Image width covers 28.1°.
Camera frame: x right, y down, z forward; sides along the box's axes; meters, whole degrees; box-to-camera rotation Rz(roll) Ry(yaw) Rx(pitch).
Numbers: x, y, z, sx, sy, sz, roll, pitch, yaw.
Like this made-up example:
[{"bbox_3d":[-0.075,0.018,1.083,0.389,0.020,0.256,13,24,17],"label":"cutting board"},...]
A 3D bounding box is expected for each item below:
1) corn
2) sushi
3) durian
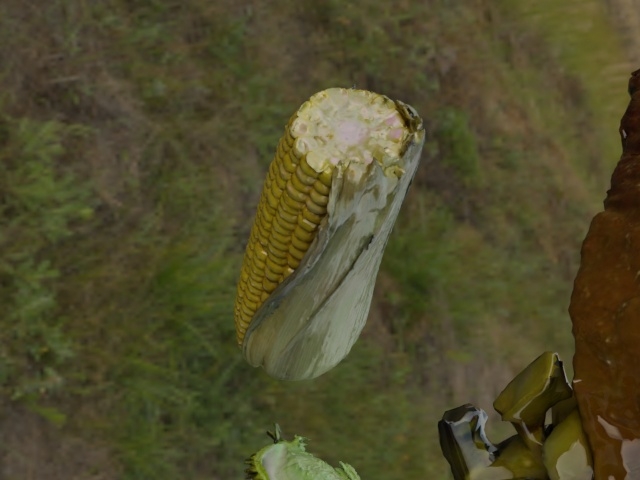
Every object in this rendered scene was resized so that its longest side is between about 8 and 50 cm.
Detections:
[{"bbox_3d":[0.004,0.002,1.062,0.305,0.123,0.122,109,-30,-49],"label":"corn"},{"bbox_3d":[0.164,0.080,0.517,0.167,0.179,0.296,-24,101,-40],"label":"sushi"},{"bbox_3d":[-0.017,0.237,1.176,0.100,0.215,0.086,-23,126,-30],"label":"durian"}]
